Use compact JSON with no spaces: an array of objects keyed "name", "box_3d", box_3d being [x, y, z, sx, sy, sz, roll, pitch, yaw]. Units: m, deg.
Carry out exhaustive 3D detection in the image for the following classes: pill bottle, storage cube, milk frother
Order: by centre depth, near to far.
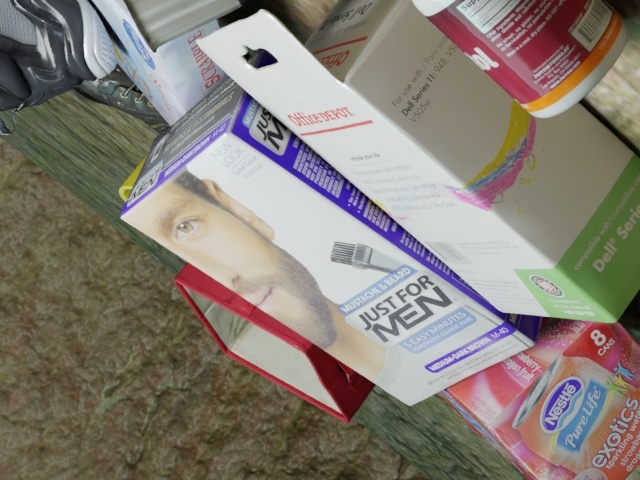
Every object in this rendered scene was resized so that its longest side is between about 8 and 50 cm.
[{"name":"pill bottle","box_3d":[0.113,-0.155,1.059,0.152,0.086,0.086,41,169,-14]},{"name":"milk frother","box_3d":[-0.085,-0.212,1.325,0.143,0.135,0.129,60,-173,-56]},{"name":"storage cube","box_3d":[-0.011,0.048,1.853,0.215,0.193,0.183,28,161,31]}]

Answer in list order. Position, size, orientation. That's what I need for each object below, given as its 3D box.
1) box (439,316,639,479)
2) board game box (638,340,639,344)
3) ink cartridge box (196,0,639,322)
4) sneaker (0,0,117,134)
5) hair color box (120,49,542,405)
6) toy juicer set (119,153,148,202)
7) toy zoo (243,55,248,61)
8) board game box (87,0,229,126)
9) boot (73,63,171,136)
[{"name":"box","box_3d":[0.202,0.125,1.617,0.142,0.154,0.300,47,178,-19]},{"name":"board game box","box_3d":[0.390,0.159,1.571,0.160,0.047,0.210,32,167,33]},{"name":"ink cartridge box","box_3d":[0.090,-0.091,1.307,0.353,0.119,0.207,40,168,-15]},{"name":"sneaker","box_3d":[-0.312,-0.224,1.495,0.268,0.153,0.101,53,172,-10]},{"name":"hair color box","box_3d":[0.018,-0.001,1.486,0.339,0.110,0.185,35,141,-18]},{"name":"toy juicer set","box_3d":[-0.078,-0.013,2.060,0.329,0.089,0.209,4,148,39]},{"name":"toy zoo","box_3d":[-0.007,-0.083,1.668,0.192,0.030,0.293,46,-177,-40]},{"name":"board game box","box_3d":[-0.192,-0.239,1.558,0.318,0.066,0.318,50,173,16]},{"name":"boot","box_3d":[-0.171,-0.172,1.929,0.263,0.091,0.229,31,172,-24]}]
